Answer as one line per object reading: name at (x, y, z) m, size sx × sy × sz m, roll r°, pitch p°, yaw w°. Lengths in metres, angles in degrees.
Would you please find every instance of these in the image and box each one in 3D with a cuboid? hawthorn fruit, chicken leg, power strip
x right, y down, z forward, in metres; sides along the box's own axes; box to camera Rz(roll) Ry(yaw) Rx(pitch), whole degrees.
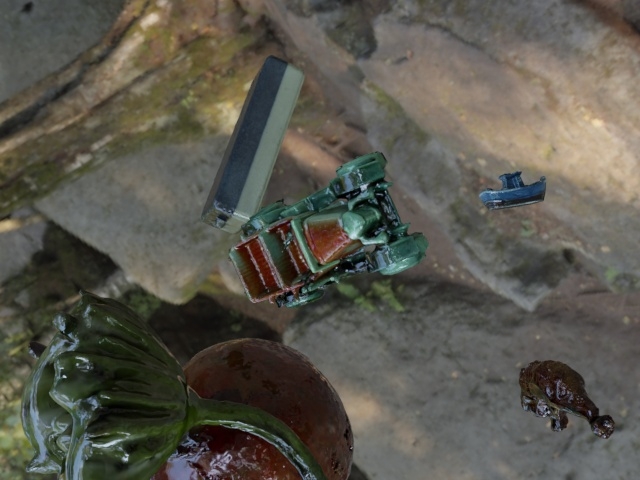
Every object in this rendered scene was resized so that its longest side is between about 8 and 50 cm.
hawthorn fruit at (-0.095, 0.271, 1.119) m, size 0.316 × 0.316 × 0.316 m, roll 46°, pitch 161°, yaw 21°
chicken leg at (0.269, 0.175, 0.934) m, size 0.089 × 0.048 × 0.219 m, roll 59°, pitch 171°, yaw 7°
power strip at (-0.097, -0.130, 1.191) m, size 0.070 × 0.256 × 0.105 m, roll 23°, pitch 163°, yaw -12°

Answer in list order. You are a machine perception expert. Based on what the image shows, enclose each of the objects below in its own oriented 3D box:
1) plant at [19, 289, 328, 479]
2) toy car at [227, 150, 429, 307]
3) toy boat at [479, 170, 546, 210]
plant at (-0.162, 0.191, 0.865) m, size 0.334 × 0.180 × 0.251 m, roll 24°, pitch -135°, yaw -41°
toy car at (0.000, 0.000, 0.513) m, size 0.143 × 0.054 × 0.073 m, roll -23°, pitch 91°, yaw 52°
toy boat at (0.340, -0.090, 1.454) m, size 0.060 × 0.137 × 0.060 m, roll 153°, pitch 107°, yaw -68°
